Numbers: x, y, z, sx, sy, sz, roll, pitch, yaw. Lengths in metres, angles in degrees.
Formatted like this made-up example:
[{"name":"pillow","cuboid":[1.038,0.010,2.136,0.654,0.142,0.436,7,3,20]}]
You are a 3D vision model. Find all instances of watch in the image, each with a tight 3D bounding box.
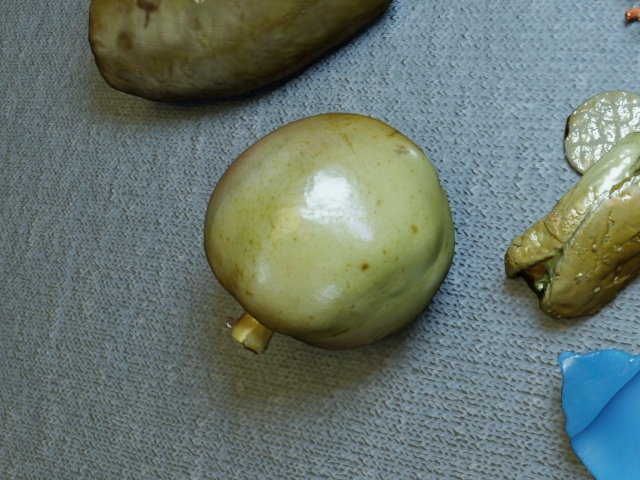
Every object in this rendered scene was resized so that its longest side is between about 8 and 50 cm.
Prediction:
[{"name":"watch","cuboid":[0.352,0.201,0.792,0.305,0.274,0.241,40,98,21]}]

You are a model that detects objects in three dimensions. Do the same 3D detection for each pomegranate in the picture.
[{"name":"pomegranate","cuboid":[0.000,0.000,0.993,0.319,0.319,0.318,-5,77,24]}]

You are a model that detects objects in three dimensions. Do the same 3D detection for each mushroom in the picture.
[{"name":"mushroom","cuboid":[-0.111,-0.329,1.149,0.398,0.224,0.313,18,84,26]}]

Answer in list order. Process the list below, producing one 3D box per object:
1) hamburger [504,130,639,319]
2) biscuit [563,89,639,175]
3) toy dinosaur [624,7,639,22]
[{"name":"hamburger","cuboid":[0.327,-0.019,0.932,0.262,0.131,0.124,-47,68,14]},{"name":"biscuit","cuboid":[0.355,-0.126,1.004,0.120,0.015,0.120,-5,77,23]},{"name":"toy dinosaur","cuboid":[0.419,-0.288,0.987,0.102,0.055,0.279,-21,70,8]}]
